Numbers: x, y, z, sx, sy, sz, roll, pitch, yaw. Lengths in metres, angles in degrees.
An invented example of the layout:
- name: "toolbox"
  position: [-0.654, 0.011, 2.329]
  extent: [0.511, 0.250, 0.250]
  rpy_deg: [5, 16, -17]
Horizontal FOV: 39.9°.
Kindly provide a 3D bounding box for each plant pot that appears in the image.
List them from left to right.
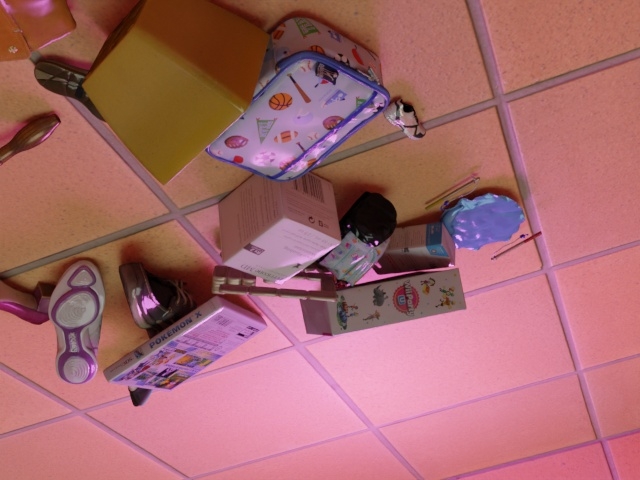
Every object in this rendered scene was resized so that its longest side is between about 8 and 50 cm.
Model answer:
- name: "plant pot"
  position: [-0.225, -0.253, 1.318]
  extent: [0.187, 0.212, 0.212]
  rpy_deg: [37, 127, -23]

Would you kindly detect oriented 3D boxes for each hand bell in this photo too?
- name: "hand bell"
  position: [-0.543, -0.142, 1.501]
  extent: [0.242, 0.126, 0.126]
  rpy_deg: [-30, 142, 9]

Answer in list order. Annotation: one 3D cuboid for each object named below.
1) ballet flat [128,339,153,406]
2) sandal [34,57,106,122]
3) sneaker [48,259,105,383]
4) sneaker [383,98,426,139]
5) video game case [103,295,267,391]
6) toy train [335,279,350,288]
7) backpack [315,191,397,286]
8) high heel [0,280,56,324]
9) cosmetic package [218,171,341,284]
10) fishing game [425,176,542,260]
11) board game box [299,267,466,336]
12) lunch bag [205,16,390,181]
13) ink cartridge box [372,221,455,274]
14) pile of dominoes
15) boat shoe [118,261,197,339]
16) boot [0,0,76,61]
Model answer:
- name: "ballet flat"
  position: [-0.429, 0.308, 2.183]
  extent: [0.096, 0.095, 0.280]
  rpy_deg: [23, 124, -25]
- name: "sandal"
  position: [-0.371, -0.248, 1.425]
  extent: [0.180, 0.049, 0.072]
  rpy_deg: [26, 128, -21]
- name: "sneaker"
  position: [-0.534, 0.162, 1.923]
  extent: [0.114, 0.152, 0.305]
  rpy_deg: [5, 120, -15]
- name: "sneaker"
  position: [0.161, -0.219, 1.599]
  extent: [0.044, 0.040, 0.109]
  rpy_deg: [-34, 139, 28]
- name: "video game case"
  position: [-0.295, 0.243, 2.004]
  extent: [0.300, 0.036, 0.329]
  rpy_deg: [-34, 162, 4]
- name: "toy train"
  position: [0.044, 0.111, 2.051]
  extent: [0.027, 0.036, 0.158]
  rpy_deg: [15, 139, -32]
- name: "backpack"
  position: [0.071, 0.006, 1.775]
  extent: [0.115, 0.152, 0.182]
  rpy_deg: [42, 130, 3]
- name: "high heel"
  position: [-0.681, 0.133, 1.866]
  extent: [0.244, 0.082, 0.117]
  rpy_deg: [4, 135, -41]
- name: "cosmetic package"
  position: [-0.082, -0.035, 1.705]
  extent: [0.151, 0.151, 0.184]
  rpy_deg: [23, 134, -37]
- name: "fishing game"
  position: [0.346, -0.043, 1.903]
  extent: [0.264, 0.041, 0.189]
  rpy_deg: [30, 131, -35]
- name: "board game box"
  position: [0.130, 0.134, 1.920]
  extent: [0.303, 0.097, 0.224]
  rpy_deg: [-11, 179, -16]
- name: "lunch bag"
  position: [-0.037, -0.226, 1.479]
  extent: [0.243, 0.115, 0.303]
  rpy_deg: [21, 136, -40]
- name: "ink cartridge box"
  position: [0.193, 0.019, 1.915]
  extent: [0.180, 0.060, 0.104]
  rpy_deg: [-7, 149, 23]
- name: "pile of dominoes"
  position: [-0.096, 0.085, 1.818]
  extent: [0.251, 0.196, 0.040]
  rpy_deg: [5, 112, -3]
- name: "boat shoe"
  position: [-0.343, 0.129, 1.923]
  extent: [0.130, 0.132, 0.355]
  rpy_deg: [-22, 156, -6]
- name: "boot"
  position: [-0.505, -0.327, 1.220]
  extent: [0.295, 0.104, 0.211]
  rpy_deg: [-12, 146, -4]
